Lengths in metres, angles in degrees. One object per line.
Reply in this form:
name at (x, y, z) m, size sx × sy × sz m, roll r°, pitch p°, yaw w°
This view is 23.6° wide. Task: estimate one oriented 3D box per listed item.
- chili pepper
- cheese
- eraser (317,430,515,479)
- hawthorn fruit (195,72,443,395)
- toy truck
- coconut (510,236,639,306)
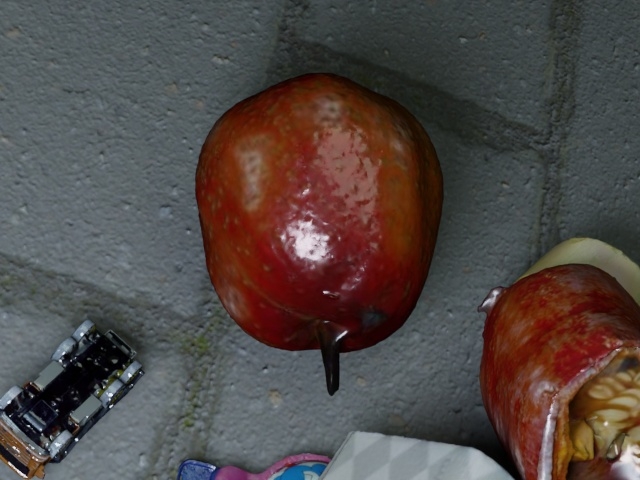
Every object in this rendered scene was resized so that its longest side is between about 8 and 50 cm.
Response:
chili pepper at (0.301, 0.178, 1.677) m, size 0.229 × 0.251 × 0.305 m, roll 10°, pitch 15°, yaw -10°
cheese at (-0.038, 0.293, 1.644) m, size 0.244 × 0.062 × 0.155 m, roll 16°, pitch 58°, yaw -13°
eraser at (0.024, 0.363, 1.499) m, size 0.397 × 0.213 × 0.082 m, roll -52°, pitch 125°, yaw -33°
hawthorn fruit at (0.000, 0.000, 1.703) m, size 0.284 × 0.285 × 0.369 m, roll 9°, pitch 62°, yaw -18°
toy truck at (-0.265, 0.165, 1.608) m, size 0.083 × 0.092 × 0.192 m, roll 41°, pitch 46°, yaw 3°
coconut at (0.308, 0.084, 1.870) m, size 0.147 × 0.147 × 0.152 m, roll 44°, pitch 56°, yaw 7°
